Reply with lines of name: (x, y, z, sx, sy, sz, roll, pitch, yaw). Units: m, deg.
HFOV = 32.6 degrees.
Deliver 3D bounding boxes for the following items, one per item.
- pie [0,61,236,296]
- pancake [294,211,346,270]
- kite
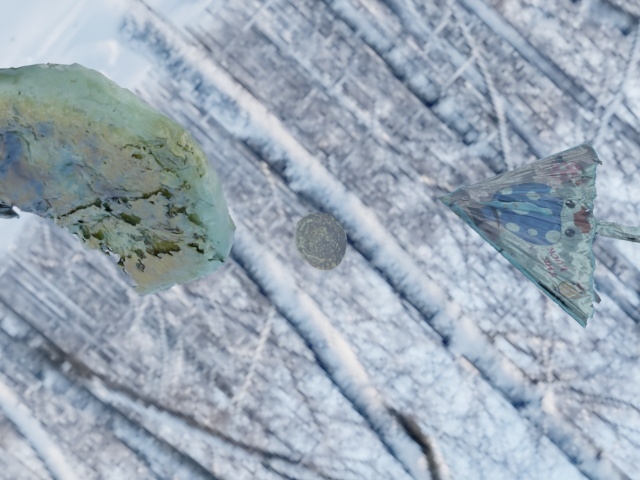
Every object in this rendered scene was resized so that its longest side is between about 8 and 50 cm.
pie: (-0.260, -0.068, 1.205, 0.296, 0.371, 0.078, 126, -17, -50)
pancake: (-0.001, 0.000, 1.923, 0.115, 0.115, 0.011, -39, 173, 37)
kite: (0.348, -0.031, 1.547, 0.406, 0.368, 0.014, -74, 173, -46)
